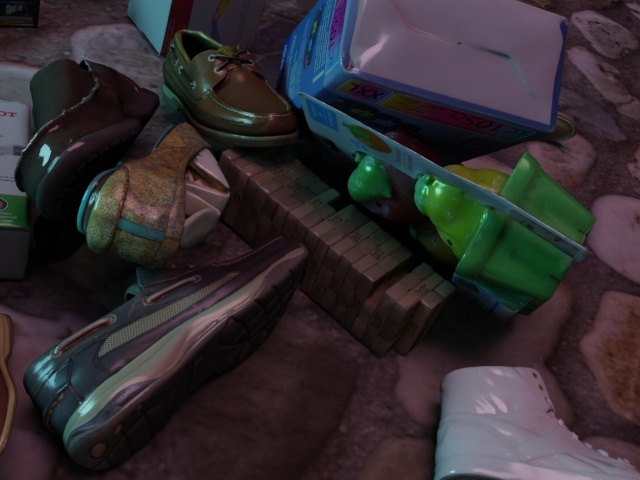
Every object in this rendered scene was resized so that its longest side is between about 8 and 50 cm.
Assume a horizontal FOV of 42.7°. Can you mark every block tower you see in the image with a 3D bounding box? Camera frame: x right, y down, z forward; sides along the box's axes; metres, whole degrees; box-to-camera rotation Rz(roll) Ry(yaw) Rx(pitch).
[{"bbox_3d":[0.000,0.000,1.011,0.335,0.097,0.091,38,41,19],"label":"block tower"}]

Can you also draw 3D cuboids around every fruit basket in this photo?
[{"bbox_3d":[0.137,-0.035,1.006,0.353,0.327,0.165,24,83,10],"label":"fruit basket"}]

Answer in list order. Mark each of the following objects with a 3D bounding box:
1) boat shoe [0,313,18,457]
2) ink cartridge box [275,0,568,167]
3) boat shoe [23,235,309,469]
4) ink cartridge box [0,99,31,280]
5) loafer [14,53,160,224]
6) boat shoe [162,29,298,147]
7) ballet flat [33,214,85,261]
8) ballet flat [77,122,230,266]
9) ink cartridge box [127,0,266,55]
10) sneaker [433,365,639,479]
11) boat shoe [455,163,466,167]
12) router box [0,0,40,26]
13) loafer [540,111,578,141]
[{"bbox_3d":[-0.311,0.130,0.728,0.060,0.064,0.178,24,28,-37],"label":"boat shoe"},{"bbox_3d":[0.098,-0.204,1.081,0.270,0.395,0.151,13,84,-16],"label":"ink cartridge box"},{"bbox_3d":[-0.142,0.074,0.831,0.130,0.132,0.355,37,40,15],"label":"boat shoe"},{"bbox_3d":[-0.396,-0.063,0.890,0.153,0.086,0.208,4,45,-21],"label":"ink cartridge box"},{"bbox_3d":[-0.281,-0.126,0.917,0.130,0.133,0.366,36,11,-14],"label":"loafer"},{"bbox_3d":[-0.133,-0.207,1.084,0.111,0.104,0.307,-12,29,-35],"label":"boat shoe"},{"bbox_3d":[-0.270,-0.030,0.962,0.058,0.049,0.173,14,29,25],"label":"ballet flat"},{"bbox_3d":[-0.161,-0.052,0.916,0.123,0.123,0.348,22,16,-2],"label":"ballet flat"},{"bbox_3d":[-0.195,-0.386,1.313,0.176,0.127,0.128,-13,51,-35],"label":"ink cartridge box"},{"bbox_3d":[0.266,0.220,0.887,0.293,0.108,0.169,16,43,-7],"label":"sneaker"},{"bbox_3d":[0.188,-0.104,1.263,0.153,0.048,0.056,45,29,14],"label":"boat shoe"},{"bbox_3d":[-0.467,-0.356,1.177,0.123,0.092,0.038,-8,49,-33],"label":"router box"},{"bbox_3d":[0.385,-0.205,1.458,0.148,0.056,0.050,14,40,4],"label":"loafer"}]
